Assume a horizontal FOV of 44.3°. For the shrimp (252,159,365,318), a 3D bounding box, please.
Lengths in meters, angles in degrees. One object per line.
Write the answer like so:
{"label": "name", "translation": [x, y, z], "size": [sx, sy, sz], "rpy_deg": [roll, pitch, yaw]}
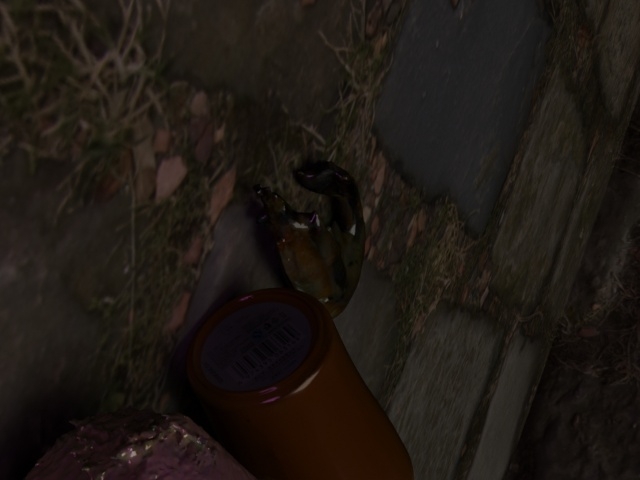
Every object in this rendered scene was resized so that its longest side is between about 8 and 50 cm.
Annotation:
{"label": "shrimp", "translation": [0.008, -0.012, 0.784], "size": [0.145, 0.059, 0.254], "rpy_deg": [-60, 150, -26]}

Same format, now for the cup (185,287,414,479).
{"label": "cup", "translation": [-0.022, 0.192, 0.721], "size": [0.226, 0.182, 0.264], "rpy_deg": [-87, 163, -48]}

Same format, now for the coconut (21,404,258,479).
{"label": "coconut", "translation": [-0.145, 0.252, 0.520], "size": [0.245, 0.233, 0.233], "rpy_deg": [-56, 149, -40]}
